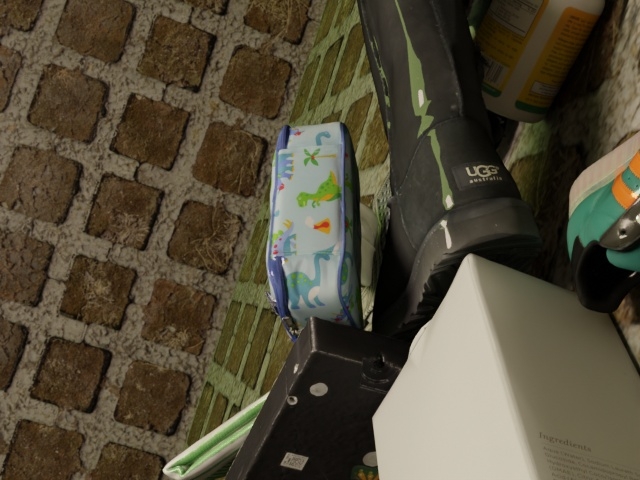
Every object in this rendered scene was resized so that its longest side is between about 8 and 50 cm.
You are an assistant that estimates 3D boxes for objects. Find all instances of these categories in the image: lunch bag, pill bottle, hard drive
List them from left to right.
[{"bbox_3d":[0.000,0.000,1.031,0.176,0.090,0.219,68,-160,-61],"label":"lunch bag"},{"bbox_3d":[0.033,0.246,1.035,0.064,0.236,0.339,-96,27,-56],"label":"hard drive"},{"bbox_3d":[0.249,-0.250,1.100,0.117,0.117,0.208,-96,28,-61],"label":"pill bottle"}]

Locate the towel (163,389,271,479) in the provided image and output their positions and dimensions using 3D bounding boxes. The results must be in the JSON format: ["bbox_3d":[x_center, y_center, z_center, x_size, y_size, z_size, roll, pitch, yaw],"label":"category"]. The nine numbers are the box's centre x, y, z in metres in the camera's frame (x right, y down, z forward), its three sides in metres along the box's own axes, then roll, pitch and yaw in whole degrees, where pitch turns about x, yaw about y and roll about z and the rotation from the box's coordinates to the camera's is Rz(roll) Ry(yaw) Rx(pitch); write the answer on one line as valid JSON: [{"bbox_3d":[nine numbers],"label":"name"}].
[{"bbox_3d":[-0.027,0.213,1.191,0.248,0.038,0.325,-38,-17,13],"label":"towel"}]

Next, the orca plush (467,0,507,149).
[{"bbox_3d":[0.241,-0.226,1.254,0.151,0.102,0.287,59,-137,-44],"label":"orca plush"}]

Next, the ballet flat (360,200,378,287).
[{"bbox_3d":[0.025,-0.016,1.545,0.400,0.139,0.139,-149,78,-81],"label":"ballet flat"}]

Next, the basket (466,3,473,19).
[{"bbox_3d":[0.209,-0.464,1.510,0.227,0.154,0.204,-90,21,-64],"label":"basket"}]

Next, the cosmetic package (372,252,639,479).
[{"bbox_3d":[0.160,0.211,0.752,0.385,0.156,0.217,-90,23,-57],"label":"cosmetic package"}]

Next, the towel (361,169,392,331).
[{"bbox_3d":[0.117,-0.016,1.457,0.324,0.056,0.312,-86,19,-45],"label":"towel"}]

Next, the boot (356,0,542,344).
[{"bbox_3d":[0.100,-0.121,1.081,0.367,0.146,0.445,112,148,-60],"label":"boot"}]

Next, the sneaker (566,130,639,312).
[{"bbox_3d":[0.280,-0.038,0.727,0.302,0.108,0.121,115,167,-61],"label":"sneaker"}]
